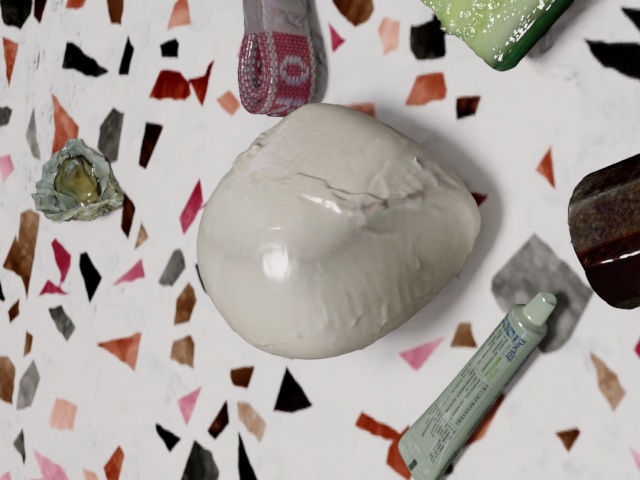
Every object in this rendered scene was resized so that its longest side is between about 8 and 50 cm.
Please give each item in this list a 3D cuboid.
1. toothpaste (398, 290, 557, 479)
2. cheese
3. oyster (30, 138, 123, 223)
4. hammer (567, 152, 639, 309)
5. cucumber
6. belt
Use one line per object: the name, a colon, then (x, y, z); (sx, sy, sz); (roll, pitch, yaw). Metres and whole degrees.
toothpaste: (0.115, 0.107, 1.224); (0.197, 0.029, 0.048); (-56, 51, 33)
cheese: (0.000, 0.000, 1.245); (0.198, 0.189, 0.154); (29, 143, 43)
oyster: (-0.228, -0.053, 1.580); (0.098, 0.037, 0.100); (-27, 49, 23)
hammer: (0.242, -0.179, 1.054); (0.242, 0.095, 0.409); (-21, 73, 44)
cucumber: (0.131, -0.187, 1.184); (0.116, 0.062, 0.115); (55, 128, 22)
belt: (-0.038, -0.215, 1.364); (0.071, 0.053, 0.232); (-15, 78, 57)
